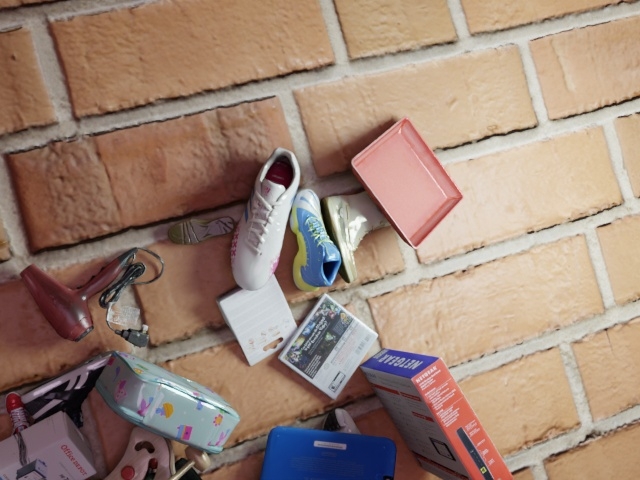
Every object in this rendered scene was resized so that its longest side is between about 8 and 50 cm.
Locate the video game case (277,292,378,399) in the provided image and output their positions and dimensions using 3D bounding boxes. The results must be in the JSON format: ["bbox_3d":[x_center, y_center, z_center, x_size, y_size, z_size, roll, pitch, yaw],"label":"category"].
[{"bbox_3d":[0.020,0.251,1.769,0.173,0.022,0.190,39,77,-14],"label":"video game case"}]

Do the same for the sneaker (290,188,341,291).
[{"bbox_3d":[0.000,0.000,1.727,0.091,0.126,0.240,-5,94,-44],"label":"sneaker"}]

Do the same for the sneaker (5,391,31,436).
[{"bbox_3d":[-0.624,0.373,1.546,0.042,0.067,0.118,-19,91,-17],"label":"sneaker"}]

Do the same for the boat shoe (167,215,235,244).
[{"bbox_3d":[-0.271,-0.025,1.703,0.153,0.048,0.056,-15,95,-11],"label":"boat shoe"}]

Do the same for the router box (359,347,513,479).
[{"bbox_3d":[0.244,0.395,1.663,0.082,0.335,0.301,-32,95,-16],"label":"router box"}]

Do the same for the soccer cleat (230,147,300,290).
[{"bbox_3d":[-0.128,-0.056,1.672,0.116,0.143,0.331,14,73,1],"label":"soccer cleat"}]

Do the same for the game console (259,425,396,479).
[{"bbox_3d":[0.019,0.573,1.669,0.293,0.173,0.250,4,59,11],"label":"game console"}]

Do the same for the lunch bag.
[{"bbox_3d":[-0.316,0.334,1.545,0.279,0.224,0.108,33,79,-31],"label":"lunch bag"}]

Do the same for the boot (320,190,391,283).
[{"bbox_3d":[0.101,-0.016,1.793,0.165,0.077,0.213,-14,89,-20],"label":"boot"}]

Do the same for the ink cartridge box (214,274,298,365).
[{"bbox_3d":[-0.142,0.178,1.731,0.145,0.045,0.179,-29,112,-17],"label":"ink cartridge box"}]

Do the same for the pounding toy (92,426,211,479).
[{"bbox_3d":[-0.380,0.474,1.553,0.269,0.155,0.154,-31,77,-11],"label":"pounding toy"}]

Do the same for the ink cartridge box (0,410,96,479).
[{"bbox_3d":[-0.573,0.451,1.508,0.191,0.082,0.139,-26,130,-9],"label":"ink cartridge box"}]

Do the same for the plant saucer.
[{"bbox_3d":[0.205,-0.138,1.808,0.258,0.048,0.259,53,50,-6],"label":"plant saucer"}]

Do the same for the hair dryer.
[{"bbox_3d":[-0.500,0.112,1.618,0.293,0.080,0.223,13,66,-21],"label":"hair dryer"}]

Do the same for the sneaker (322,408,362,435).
[{"bbox_3d":[0.096,0.524,1.742,0.118,0.110,0.292,-19,86,-41],"label":"sneaker"}]

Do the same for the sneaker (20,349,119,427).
[{"bbox_3d":[-0.507,0.329,1.586,0.217,0.079,0.121,-26,98,-10],"label":"sneaker"}]

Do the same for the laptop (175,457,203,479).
[{"bbox_3d":[-0.296,0.771,1.600,0.382,0.236,0.408,-40,59,-16],"label":"laptop"}]
